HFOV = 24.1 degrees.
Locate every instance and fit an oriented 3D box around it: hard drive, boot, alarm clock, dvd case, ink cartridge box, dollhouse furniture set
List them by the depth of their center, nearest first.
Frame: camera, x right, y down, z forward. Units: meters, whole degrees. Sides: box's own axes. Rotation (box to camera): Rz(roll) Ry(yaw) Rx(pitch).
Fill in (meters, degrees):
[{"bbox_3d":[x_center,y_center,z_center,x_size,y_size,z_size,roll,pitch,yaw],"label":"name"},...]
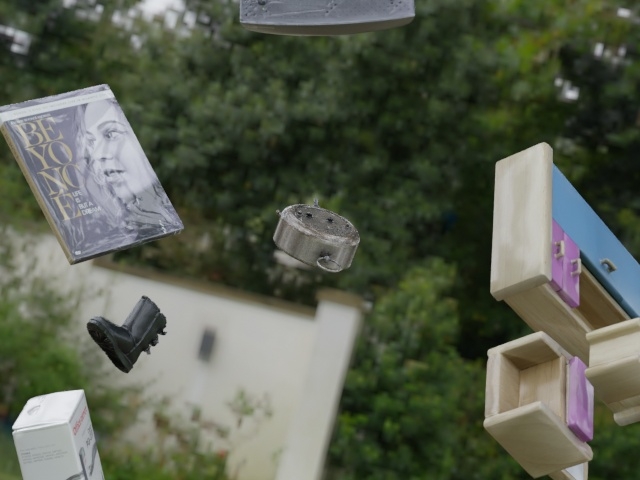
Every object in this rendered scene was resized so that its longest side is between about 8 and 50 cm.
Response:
[{"bbox_3d":[0.303,0.030,1.095,0.303,0.286,0.198,-23,-50,32],"label":"dollhouse furniture set"},{"bbox_3d":[-0.284,-0.086,1.849,0.164,0.221,0.018,-18,-19,-38],"label":"dvd case"},{"bbox_3d":[-0.273,0.121,2.139,0.045,0.099,0.121,15,-33,38],"label":"boot"},{"bbox_3d":[0.010,-0.378,2.214,0.255,0.172,0.054,-2,-27,2],"label":"hard drive"},{"bbox_3d":[-0.389,0.354,2.274,0.092,0.218,0.158,-12,12,2],"label":"ink cartridge box"},{"bbox_3d":[0.000,0.000,2.295,0.129,0.064,0.192,14,25,-19],"label":"alarm clock"}]
